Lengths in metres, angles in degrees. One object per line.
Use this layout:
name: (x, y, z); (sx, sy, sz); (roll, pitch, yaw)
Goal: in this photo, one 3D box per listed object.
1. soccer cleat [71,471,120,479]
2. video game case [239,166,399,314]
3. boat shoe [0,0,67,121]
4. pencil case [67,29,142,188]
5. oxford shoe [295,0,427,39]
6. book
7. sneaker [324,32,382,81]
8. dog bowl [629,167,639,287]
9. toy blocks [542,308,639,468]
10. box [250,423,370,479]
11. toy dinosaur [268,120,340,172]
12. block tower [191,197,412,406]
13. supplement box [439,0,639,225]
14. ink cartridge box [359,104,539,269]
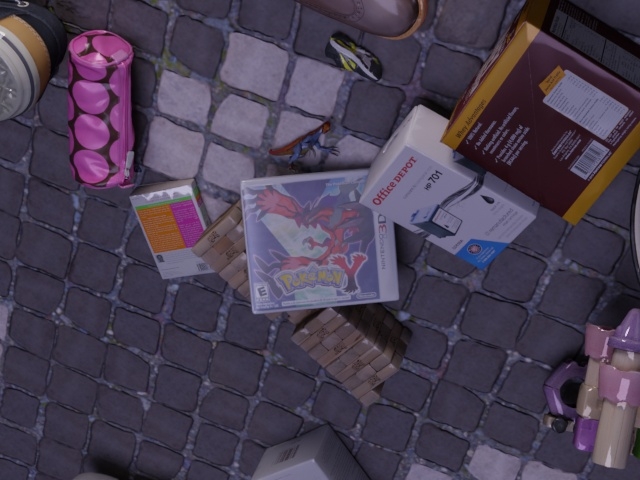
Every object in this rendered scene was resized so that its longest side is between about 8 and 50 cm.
soccer cleat: (-0.249, 0.454, 2.082); (0.331, 0.116, 0.143); (34, 108, -7)
video game case: (0.000, 0.000, 1.693); (0.201, 0.023, 0.183); (-5, 100, -2)
boat shoe: (-0.548, -0.236, 1.731); (0.500, 0.156, 0.186); (-2, 123, 32)
pencil case: (-0.292, -0.174, 1.717); (0.098, 0.095, 0.209); (34, 134, 39)
oxford shoe: (-0.041, -0.340, 1.508); (0.364, 0.132, 0.130); (31, 124, -2)
book: (-0.204, -0.015, 1.819); (0.096, 0.035, 0.144); (-7, 118, 18)
sneaker: (0.042, -0.229, 1.614); (0.083, 0.031, 0.035); (40, 137, -3)
dog bowl: (0.536, -0.007, 1.414); (0.408, 0.150, 0.407); (0, 86, 2)
toy blocks: (0.465, 0.159, 1.626); (0.289, 0.309, 0.260); (10, 90, -2)
box: (-0.002, 0.392, 1.961); (0.130, 0.091, 0.170); (-25, 109, 28)
toy dinosaur: (-0.021, -0.130, 1.686); (0.090, 0.047, 0.082); (30, 107, 11)
block tower: (-0.017, 0.079, 1.779); (0.335, 0.091, 0.097); (43, 124, -11)
supplement box: (0.282, -0.162, 1.512); (0.194, 0.129, 0.191); (32, 125, -2)
ink cartridge box: (0.167, -0.066, 1.608); (0.191, 0.082, 0.139); (27, 140, -9)
